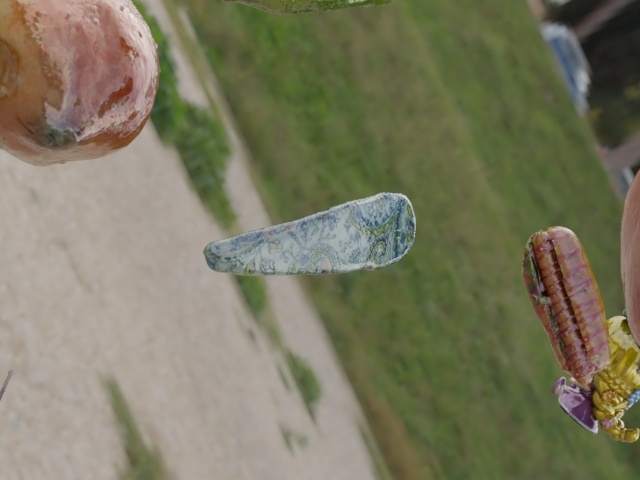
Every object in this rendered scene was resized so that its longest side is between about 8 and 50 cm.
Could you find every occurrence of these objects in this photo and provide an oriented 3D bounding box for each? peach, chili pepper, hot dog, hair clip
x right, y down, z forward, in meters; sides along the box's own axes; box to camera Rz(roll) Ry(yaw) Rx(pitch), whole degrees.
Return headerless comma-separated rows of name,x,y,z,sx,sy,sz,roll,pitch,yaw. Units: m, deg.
peach,-0.264,-0.157,1.750,0.232,0.232,0.233,-25,90,-87
chili pepper,-0.011,-0.244,1.737,0.050,0.201,0.052,64,-38,28
hot dog,0.221,0.058,1.601,0.038,0.062,0.144,0,73,-77
hair clip,0.002,0.001,1.502,0.036,0.229,0.066,21,-67,47

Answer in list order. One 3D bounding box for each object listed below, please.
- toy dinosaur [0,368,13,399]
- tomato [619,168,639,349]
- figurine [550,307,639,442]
toy dinosaur,-0.292,0.192,1.405,0.032,0.220,0.108,34,-25,-6
tomato,0.458,0.019,1.749,0.293,0.325,0.290,-84,178,-51
figurine,0.352,0.155,2.053,0.115,0.156,0.095,45,14,29
